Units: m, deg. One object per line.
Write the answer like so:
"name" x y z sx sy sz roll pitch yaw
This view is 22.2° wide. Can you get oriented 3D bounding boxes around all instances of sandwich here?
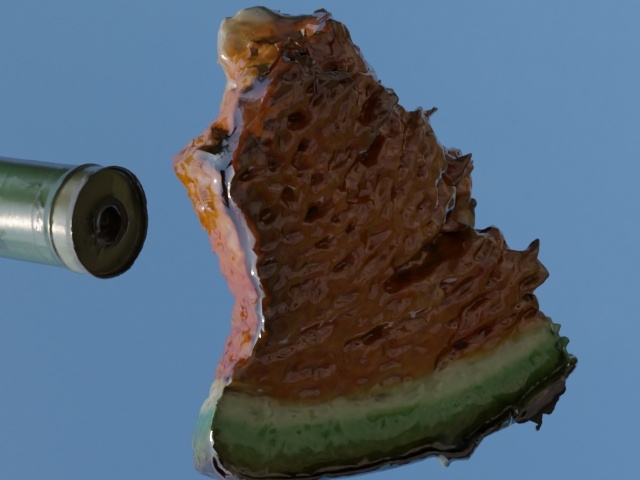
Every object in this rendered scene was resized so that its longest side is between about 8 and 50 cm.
"sandwich" 0.000 0.000 1.015 0.250 0.162 0.301 -19 -77 -22

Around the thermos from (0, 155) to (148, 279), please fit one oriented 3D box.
"thermos" -0.209 -0.016 1.087 0.073 0.188 0.083 35 -113 -51
